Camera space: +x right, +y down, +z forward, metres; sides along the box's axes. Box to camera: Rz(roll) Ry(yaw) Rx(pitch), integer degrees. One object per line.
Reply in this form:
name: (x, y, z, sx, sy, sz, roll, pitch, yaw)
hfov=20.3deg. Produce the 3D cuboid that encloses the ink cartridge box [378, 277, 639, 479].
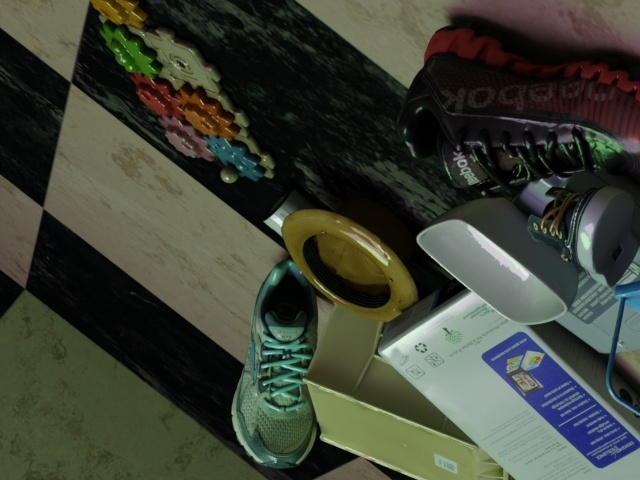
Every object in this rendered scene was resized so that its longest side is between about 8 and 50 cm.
ink cartridge box: (0.236, 0.175, 1.949, 0.333, 0.065, 0.165, 44, 126, -15)

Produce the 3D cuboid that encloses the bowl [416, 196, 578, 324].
bowl: (0.169, 0.013, 1.648, 0.142, 0.053, 0.142, 40, 162, -7)

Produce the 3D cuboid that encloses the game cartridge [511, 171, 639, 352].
game cartridge: (0.259, 0.017, 1.657, 0.196, 0.060, 0.294, 40, 163, 4)

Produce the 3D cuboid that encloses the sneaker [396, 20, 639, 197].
sneaker: (0.172, -0.087, 1.431, 0.276, 0.135, 0.097, 20, 154, 40)

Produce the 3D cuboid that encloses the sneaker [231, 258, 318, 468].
sneaker: (-0.055, 0.150, 2.273, 0.110, 0.283, 0.122, 2, 148, -4)

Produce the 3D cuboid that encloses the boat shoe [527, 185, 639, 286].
boat shoe: (0.207, -0.014, 1.456, 0.083, 0.065, 0.183, 32, 173, 19)

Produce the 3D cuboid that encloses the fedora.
fedora: (0.048, 0.010, 1.999, 0.194, 0.079, 0.194, 30, 154, 17)

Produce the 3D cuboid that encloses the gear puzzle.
gear puzzle: (-0.174, -0.179, 2.009, 0.175, 0.044, 0.339, 24, 158, 37)

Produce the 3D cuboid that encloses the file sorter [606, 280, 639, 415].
file sorter: (0.339, 0.093, 1.495, 0.118, 0.104, 0.170, 32, 151, -30)

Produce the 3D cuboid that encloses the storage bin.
storage bin: (0.124, 0.199, 2.177, 0.260, 0.123, 0.262, 20, 160, 13)

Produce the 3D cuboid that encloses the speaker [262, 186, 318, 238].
speaker: (0.000, 0.000, 2.108, 0.136, 0.055, 0.055, 41, 162, -11)
